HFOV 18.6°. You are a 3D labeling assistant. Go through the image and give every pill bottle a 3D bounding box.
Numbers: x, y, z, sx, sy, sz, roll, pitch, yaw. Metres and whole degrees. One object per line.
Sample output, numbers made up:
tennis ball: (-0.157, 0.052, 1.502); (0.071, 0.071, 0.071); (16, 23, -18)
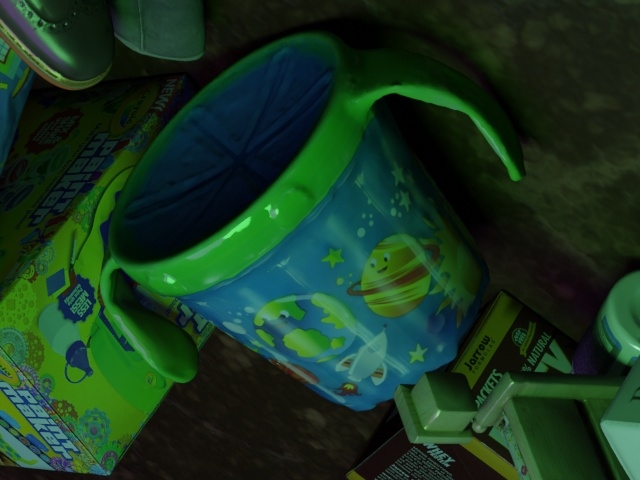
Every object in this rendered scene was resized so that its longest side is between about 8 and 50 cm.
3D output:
pill bottle: (0.237, 0.086, 1.484); (0.078, 0.078, 0.137); (31, 148, 7)

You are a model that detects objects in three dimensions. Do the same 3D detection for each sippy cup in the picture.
sippy cup: (0.000, 0.000, 1.459); (0.224, 0.240, 0.305); (44, 154, -26)

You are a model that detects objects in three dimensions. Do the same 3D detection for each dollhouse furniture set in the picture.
dollhouse furniture set: (0.220, 0.267, 1.379); (0.356, 0.303, 0.174); (6, 137, -28)

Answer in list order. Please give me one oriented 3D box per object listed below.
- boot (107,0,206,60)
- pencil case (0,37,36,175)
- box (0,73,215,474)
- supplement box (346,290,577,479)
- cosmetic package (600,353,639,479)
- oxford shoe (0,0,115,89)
boot: (-0.099, -0.203, 1.419); (0.190, 0.076, 0.208); (37, 145, 25)
pencil case: (-0.280, -0.114, 1.504); (0.133, 0.306, 0.119); (22, 172, -23)
box: (-0.232, 0.028, 1.648); (0.279, 0.290, 0.177); (-2, 133, 44)
supplement box: (0.160, 0.177, 1.630); (0.191, 0.129, 0.194); (37, 149, -2)
cosmetic package: (0.427, 0.095, 1.172); (0.453, 0.230, 0.161); (-1, 133, 43)
oxford shoe: (-0.210, -0.234, 1.402); (0.098, 0.097, 0.271); (3, 121, 54)
